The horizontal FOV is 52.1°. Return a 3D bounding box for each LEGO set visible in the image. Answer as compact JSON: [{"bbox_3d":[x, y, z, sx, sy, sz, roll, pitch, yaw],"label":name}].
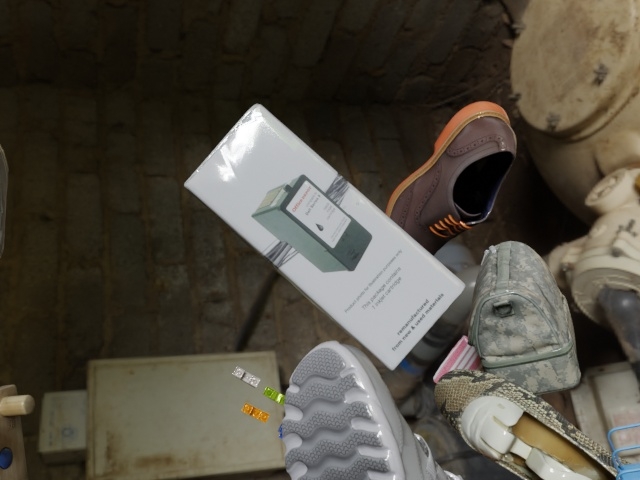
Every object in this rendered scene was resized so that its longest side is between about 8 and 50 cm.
[{"bbox_3d":[-0.101,0.362,1.399,0.087,0.227,0.093,-61,2,-17],"label":"LEGO set"}]

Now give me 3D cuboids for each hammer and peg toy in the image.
[{"bbox_3d":[-0.603,0.346,1.136,0.266,0.127,0.361,1,-98,-78],"label":"hammer and peg toy"}]

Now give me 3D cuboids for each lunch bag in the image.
[{"bbox_3d":[0.441,0.164,1.465,0.305,0.212,0.256,-53,-54,-62],"label":"lunch bag"}]

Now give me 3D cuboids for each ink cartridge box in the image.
[{"bbox_3d":[0.000,0.000,0.760,0.121,0.289,0.211,-48,-1,-4],"label":"ink cartridge box"}]

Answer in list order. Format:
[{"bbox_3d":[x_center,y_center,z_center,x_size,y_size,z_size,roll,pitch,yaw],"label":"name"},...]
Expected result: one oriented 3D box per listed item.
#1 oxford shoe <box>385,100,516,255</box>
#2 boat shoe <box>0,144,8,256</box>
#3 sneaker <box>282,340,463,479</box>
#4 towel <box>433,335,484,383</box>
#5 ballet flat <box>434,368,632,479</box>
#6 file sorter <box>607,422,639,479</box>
[{"bbox_3d":[0.154,-0.041,0.832,0.098,0.097,0.271,-97,25,-48],"label":"oxford shoe"},{"bbox_3d":[-0.531,-0.066,1.028,0.081,0.079,0.227,-158,67,-64],"label":"boat shoe"},{"bbox_3d":[0.061,0.208,0.530,0.105,0.115,0.281,-23,90,36],"label":"sneaker"},{"bbox_3d":[0.390,0.346,1.611,0.197,0.029,0.144,37,96,29],"label":"towel"},{"bbox_3d":[0.421,0.404,1.250,0.483,0.182,0.164,30,103,22],"label":"ballet flat"},{"bbox_3d":[0.482,0.351,0.921,0.104,0.118,0.170,60,-154,-24],"label":"file sorter"}]
